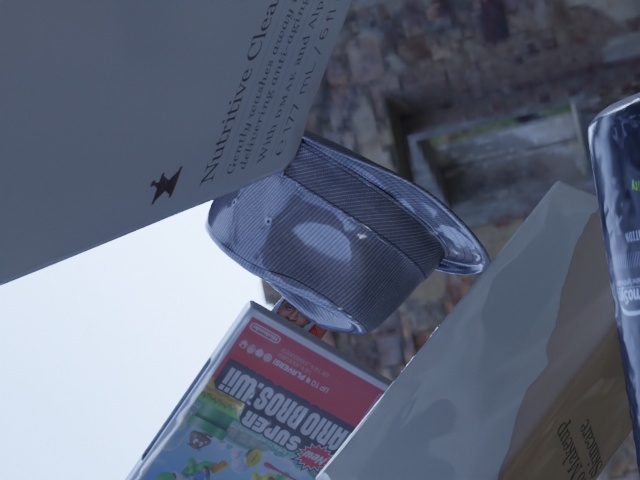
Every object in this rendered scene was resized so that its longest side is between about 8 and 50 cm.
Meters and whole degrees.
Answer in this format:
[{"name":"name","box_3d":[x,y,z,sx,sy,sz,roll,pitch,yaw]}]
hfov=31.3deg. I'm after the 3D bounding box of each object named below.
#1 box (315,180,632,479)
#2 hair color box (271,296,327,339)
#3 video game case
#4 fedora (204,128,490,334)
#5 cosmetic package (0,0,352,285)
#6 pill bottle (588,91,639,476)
[{"name":"box","box_3d":[0.153,0.123,0.875,0.311,0.121,0.148,-50,-40,-16]},{"name":"hair color box","box_3d":[-0.045,0.129,1.555,0.141,0.072,0.043,-50,-33,-26]},{"name":"video game case","box_3d":[-0.068,0.227,1.219,0.204,0.285,0.025,31,-168,-17]},{"name":"fedora","box_3d":[0.000,0.000,1.016,0.124,0.275,0.244,-57,-32,-8]},{"name":"cosmetic package","box_3d":[-0.121,-0.108,0.380,0.385,0.156,0.217,-33,-29,-58]},{"name":"pill bottle","box_3d":[0.184,0.061,0.440,0.130,0.130,0.246,12,-110,-77]}]
